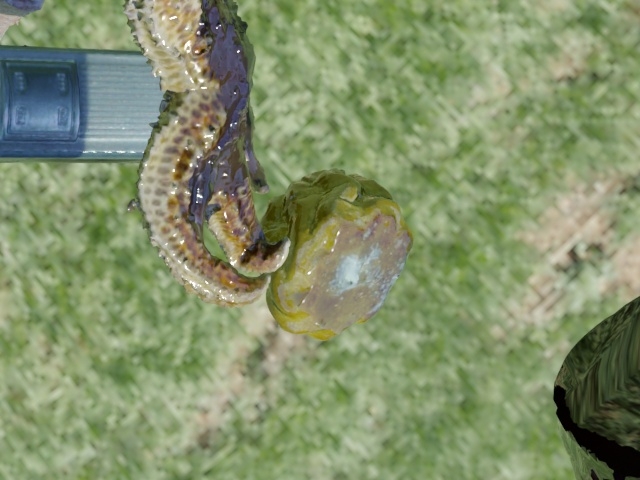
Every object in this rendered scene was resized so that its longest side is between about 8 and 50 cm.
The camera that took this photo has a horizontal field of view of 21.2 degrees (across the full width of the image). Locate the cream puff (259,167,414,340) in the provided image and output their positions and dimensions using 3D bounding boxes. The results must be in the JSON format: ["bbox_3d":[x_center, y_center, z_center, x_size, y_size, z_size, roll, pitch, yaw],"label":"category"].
[{"bbox_3d":[0.000,0.000,1.401,0.146,0.116,0.146,-25,136,-27],"label":"cream puff"}]

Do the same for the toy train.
[{"bbox_3d":[-0.239,-0.097,1.221,0.409,0.089,0.086,-1,91,-25],"label":"toy train"}]

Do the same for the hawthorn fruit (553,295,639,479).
[{"bbox_3d":[0.215,0.121,0.696,0.215,0.215,0.250,-28,113,-25],"label":"hawthorn fruit"}]

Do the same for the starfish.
[{"bbox_3d":[-0.053,-0.088,0.802,0.071,0.216,0.238,-2,151,1],"label":"starfish"}]

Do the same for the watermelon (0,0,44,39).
[{"bbox_3d":[-0.310,-0.278,1.417,0.310,0.231,0.193,37,57,-73],"label":"watermelon"}]
